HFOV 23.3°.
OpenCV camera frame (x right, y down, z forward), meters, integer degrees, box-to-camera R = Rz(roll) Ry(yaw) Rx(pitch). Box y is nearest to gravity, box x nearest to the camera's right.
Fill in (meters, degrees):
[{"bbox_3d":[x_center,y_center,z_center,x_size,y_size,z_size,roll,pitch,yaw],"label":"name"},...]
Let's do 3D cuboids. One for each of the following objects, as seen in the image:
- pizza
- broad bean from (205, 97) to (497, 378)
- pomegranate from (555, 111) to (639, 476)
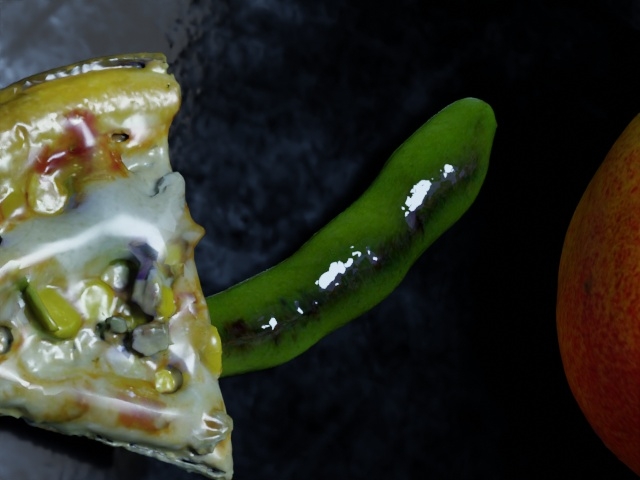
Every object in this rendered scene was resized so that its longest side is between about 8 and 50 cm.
[{"bbox_3d":[-0.098,0.028,0.586,0.184,0.036,0.176,-31,85,-26],"label":"pizza"},{"bbox_3d":[0.001,0.005,0.675,0.226,0.039,0.069,-29,101,-30],"label":"broad bean"},{"bbox_3d":[0.216,0.006,0.719,0.220,0.221,0.257,16,60,-32],"label":"pomegranate"}]
